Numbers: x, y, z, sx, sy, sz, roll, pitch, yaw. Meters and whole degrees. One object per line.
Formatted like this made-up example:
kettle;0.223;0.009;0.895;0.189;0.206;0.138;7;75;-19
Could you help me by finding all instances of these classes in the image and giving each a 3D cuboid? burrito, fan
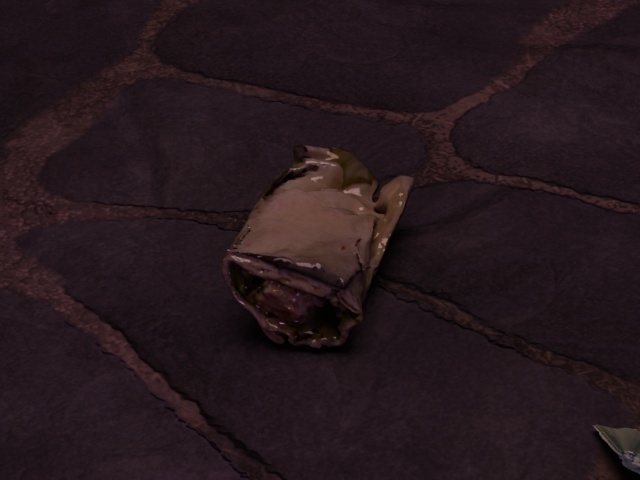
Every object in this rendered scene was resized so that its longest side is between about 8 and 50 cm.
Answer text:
burrito;0.003;0.002;2.063;0.190;0.135;0.332;14;35;10
fan;0.390;0.248;1.727;0.131;0.009;0.240;5;13;-27
